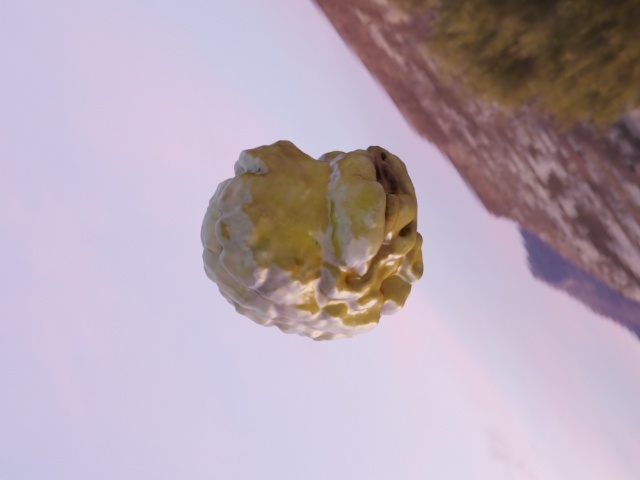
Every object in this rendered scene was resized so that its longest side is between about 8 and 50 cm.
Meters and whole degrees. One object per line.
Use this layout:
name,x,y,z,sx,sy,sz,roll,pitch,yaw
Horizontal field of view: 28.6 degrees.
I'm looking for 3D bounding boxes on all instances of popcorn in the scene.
popcorn,0.000,0.000,1.216,0.200,0.203,0.226,-45,-70,-40
